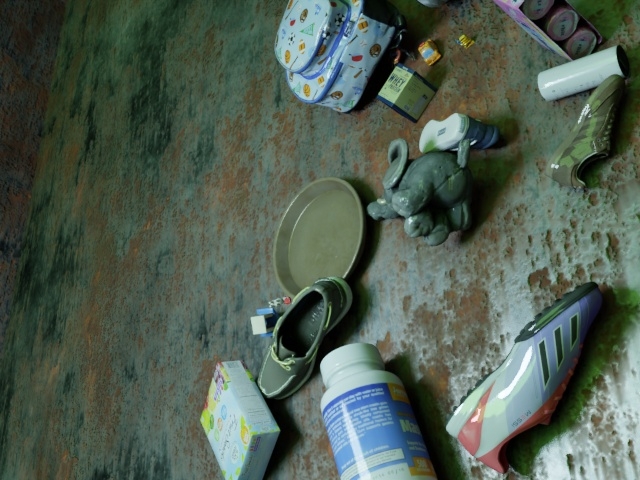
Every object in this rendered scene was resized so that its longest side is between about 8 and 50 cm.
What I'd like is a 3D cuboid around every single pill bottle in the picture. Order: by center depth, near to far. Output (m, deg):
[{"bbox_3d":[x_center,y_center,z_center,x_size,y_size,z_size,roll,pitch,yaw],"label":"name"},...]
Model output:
[{"bbox_3d":[0.087,0.316,1.164,0.152,0.152,0.272,-40,48,27],"label":"pill bottle"}]

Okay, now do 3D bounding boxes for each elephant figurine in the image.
[{"bbox_3d":[0.173,-0.107,1.277,0.186,0.169,0.239,-30,30,-1],"label":"elephant figurine"}]

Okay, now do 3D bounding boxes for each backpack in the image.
[{"bbox_3d":[0.026,-0.421,1.500,0.276,0.213,0.263,-122,43,-52],"label":"backpack"}]

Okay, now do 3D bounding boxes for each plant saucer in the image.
[{"bbox_3d":[0.000,0.000,1.472,0.278,0.041,0.277,-21,59,41],"label":"plant saucer"}]

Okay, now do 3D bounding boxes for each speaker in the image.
[{"bbox_3d":[0.434,-0.274,1.138,0.136,0.055,0.055,-13,63,43],"label":"speaker"}]

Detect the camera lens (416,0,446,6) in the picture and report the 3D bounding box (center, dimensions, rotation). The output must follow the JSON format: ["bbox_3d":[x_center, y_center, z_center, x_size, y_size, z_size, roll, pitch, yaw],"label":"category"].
[{"bbox_3d":[0.256,-0.617,1.352,0.274,0.219,0.219,-33,51,33],"label":"camera lens"}]

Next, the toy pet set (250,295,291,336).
[{"bbox_3d":[-0.086,0.183,1.485,0.114,0.065,0.122,-10,89,29],"label":"toy pet set"}]

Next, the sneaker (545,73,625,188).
[{"bbox_3d":[0.439,-0.168,1.093,0.071,0.066,0.188,38,106,29],"label":"sneaker"}]

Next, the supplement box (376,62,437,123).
[{"bbox_3d":[0.176,-0.298,1.397,0.083,0.083,0.056,-57,43,10],"label":"supplement box"}]

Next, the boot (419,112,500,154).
[{"bbox_3d":[0.255,-0.189,1.286,0.190,0.086,0.069,-167,90,-76],"label":"boot"}]

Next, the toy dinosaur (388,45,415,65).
[{"bbox_3d":[0.156,-0.402,1.475,0.047,0.090,0.082,-45,1,9],"label":"toy dinosaur"}]

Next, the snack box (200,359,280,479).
[{"bbox_3d":[-0.172,0.382,1.428,0.207,0.070,0.174,50,131,45],"label":"snack box"}]

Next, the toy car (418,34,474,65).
[{"bbox_3d":[0.249,-0.404,1.401,0.122,0.040,0.060,-21,59,40],"label":"toy car"}]

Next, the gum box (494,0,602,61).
[{"bbox_3d":[0.375,-0.375,1.151,0.062,0.188,0.107,-52,36,17],"label":"gum box"}]

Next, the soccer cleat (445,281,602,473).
[{"bbox_3d":[0.323,0.202,1.021,0.116,0.109,0.318,44,105,26],"label":"soccer cleat"}]

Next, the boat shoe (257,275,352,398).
[{"bbox_3d":[-0.051,0.201,1.376,0.109,0.091,0.305,41,112,23],"label":"boat shoe"}]
